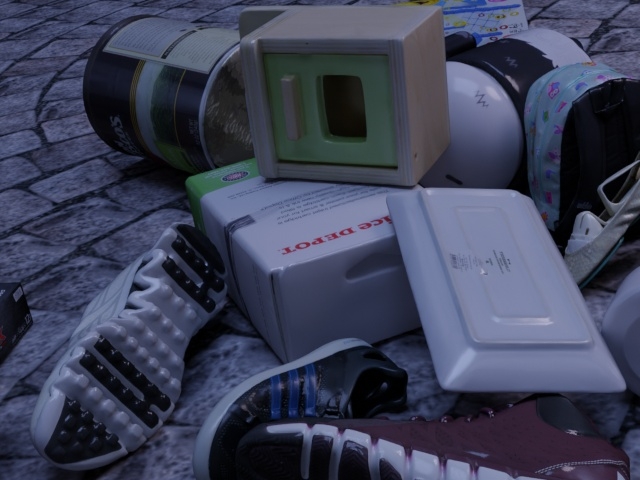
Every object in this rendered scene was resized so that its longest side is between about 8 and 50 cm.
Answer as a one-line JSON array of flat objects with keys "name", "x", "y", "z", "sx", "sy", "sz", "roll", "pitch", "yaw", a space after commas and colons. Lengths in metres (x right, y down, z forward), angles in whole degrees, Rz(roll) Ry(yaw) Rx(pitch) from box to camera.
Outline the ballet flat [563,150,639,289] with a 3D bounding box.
[{"name": "ballet flat", "x": 0.279, "y": -0.023, "z": 1.054, "sx": 0.168, "sy": 0.052, "sz": 0.057, "roll": -47, "pitch": 5, "yaw": -8}]

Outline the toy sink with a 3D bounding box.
[{"name": "toy sink", "x": 0.001, "y": -0.152, "z": 1.107, "sx": 0.234, "sy": 0.152, "sz": 0.131, "roll": 7, "pitch": 29, "yaw": 24}]

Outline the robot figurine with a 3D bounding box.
[{"name": "robot figurine", "x": 0.216, "y": -0.146, "z": 1.261, "sx": 0.278, "sy": 0.173, "sz": 0.209, "roll": -25, "pitch": 28, "yaw": -34}]

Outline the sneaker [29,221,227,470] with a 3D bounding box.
[{"name": "sneaker", "x": -0.187, "y": 0.105, "z": 1.001, "sx": 0.118, "sy": 0.110, "sz": 0.292, "roll": -23, "pitch": 23, "yaw": 33}]

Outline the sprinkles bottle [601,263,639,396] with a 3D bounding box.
[{"name": "sprinkles bottle", "x": 0.359, "y": 0.007, "z": 0.963, "sx": 0.121, "sy": 0.121, "sz": 0.355, "roll": 7, "pitch": 30, "yaw": 30}]

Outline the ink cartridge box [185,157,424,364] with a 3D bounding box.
[{"name": "ink cartridge box", "x": 0.000, "y": 0.000, "z": 1.104, "sx": 0.198, "sy": 0.114, "sz": 0.273, "roll": -17, "pitch": 27, "yaw": -16}]

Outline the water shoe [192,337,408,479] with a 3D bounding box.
[{"name": "water shoe", "x": -0.012, "y": 0.141, "z": 0.878, "sx": 0.203, "sy": 0.073, "sz": 0.080, "roll": -31, "pitch": 35, "yaw": -35}]

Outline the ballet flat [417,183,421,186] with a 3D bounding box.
[{"name": "ballet flat", "x": 0.113, "y": -0.113, "z": 1.355, "sx": 0.084, "sy": 0.058, "sz": 0.250, "roll": 0, "pitch": 28, "yaw": 20}]

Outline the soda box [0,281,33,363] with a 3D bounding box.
[{"name": "soda box", "x": -0.356, "y": 0.106, "z": 1.086, "sx": 0.060, "sy": 0.053, "sz": 0.169, "roll": -3, "pitch": 27, "yaw": 13}]

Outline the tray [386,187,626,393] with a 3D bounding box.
[{"name": "tray", "x": 0.145, "y": 0.026, "z": 0.894, "sx": 0.145, "sy": 0.030, "sz": 0.270, "roll": 0, "pitch": 34, "yaw": -8}]

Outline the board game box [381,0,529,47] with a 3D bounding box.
[{"name": "board game box", "x": 0.168, "y": -0.292, "z": 1.662, "sx": 0.302, "sy": 0.086, "sz": 0.308, "roll": -5, "pitch": 27, "yaw": 9}]

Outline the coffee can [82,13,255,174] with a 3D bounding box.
[{"name": "coffee can", "x": -0.158, "y": -0.188, "z": 1.437, "sx": 0.201, "sy": 0.201, "sz": 0.275, "roll": -30, "pitch": 32, "yaw": -34}]

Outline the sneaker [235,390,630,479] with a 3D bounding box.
[{"name": "sneaker", "x": 0.091, "y": 0.164, "z": 0.789, "sx": 0.281, "sy": 0.106, "sz": 0.162, "roll": 10, "pitch": 24, "yaw": 18}]

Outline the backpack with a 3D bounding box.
[{"name": "backpack", "x": 0.278, "y": -0.091, "z": 1.118, "sx": 0.152, "sy": 0.182, "sz": 0.115, "roll": -20, "pitch": 28, "yaw": -18}]
